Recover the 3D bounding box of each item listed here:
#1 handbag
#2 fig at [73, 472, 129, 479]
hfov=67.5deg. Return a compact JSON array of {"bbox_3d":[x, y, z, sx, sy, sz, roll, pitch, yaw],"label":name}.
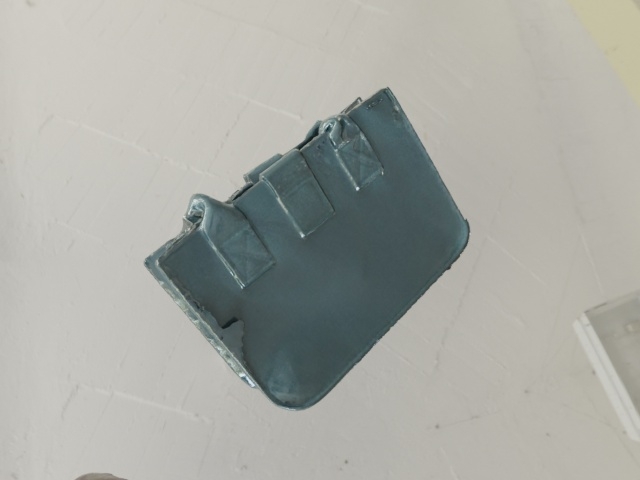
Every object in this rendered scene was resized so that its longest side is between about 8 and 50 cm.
[{"bbox_3d":[0.000,0.000,0.382,0.229,0.062,0.179,-42,-70,-20],"label":"handbag"},{"bbox_3d":[-0.230,0.308,0.459,0.103,0.109,0.155,38,-131,-18],"label":"fig"}]
